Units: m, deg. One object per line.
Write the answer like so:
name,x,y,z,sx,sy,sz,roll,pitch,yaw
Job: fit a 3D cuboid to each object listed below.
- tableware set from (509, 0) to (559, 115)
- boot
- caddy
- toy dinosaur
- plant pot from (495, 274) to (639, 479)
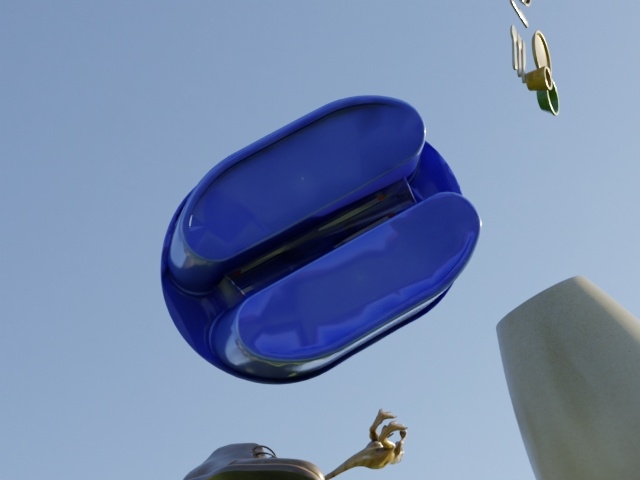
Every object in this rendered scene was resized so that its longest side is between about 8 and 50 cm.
tableware set,0.200,-0.195,1.253,0.024,0.154,0.104,-11,-30,24
boot,-0.089,0.315,1.870,0.305,0.115,0.112,-18,-62,49
caddy,0.000,0.000,1.418,0.341,0.241,0.179,-28,-6,-12
toy dinosaur,0.080,0.313,2.021,0.211,0.064,0.112,1,-70,-52
plant pot,0.337,0.190,1.667,0.256,0.274,0.256,-27,-17,-9
